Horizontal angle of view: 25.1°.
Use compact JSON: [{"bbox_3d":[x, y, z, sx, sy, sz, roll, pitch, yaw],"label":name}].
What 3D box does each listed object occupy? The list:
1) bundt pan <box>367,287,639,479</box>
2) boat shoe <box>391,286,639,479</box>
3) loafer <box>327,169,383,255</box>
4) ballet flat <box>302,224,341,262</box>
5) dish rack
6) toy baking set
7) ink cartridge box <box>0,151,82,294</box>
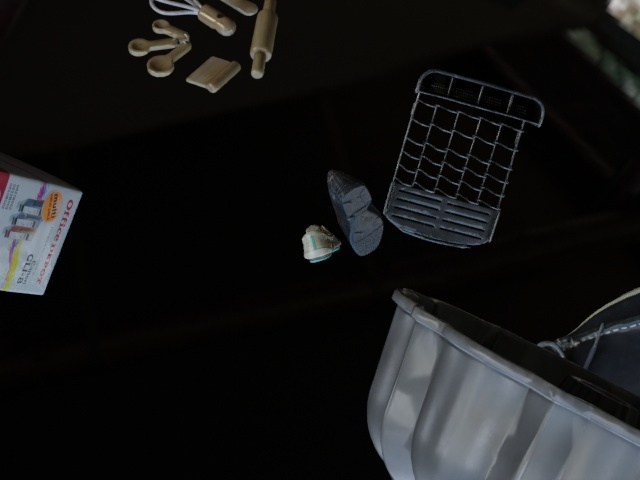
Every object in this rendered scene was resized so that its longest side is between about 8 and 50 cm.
[{"bbox_3d":[0.172,0.160,1.018,0.331,0.124,0.331,27,-176,-2],"label":"bundt pan"},{"bbox_3d":[0.289,0.185,1.609,0.187,0.500,0.156,64,-153,-5],"label":"boat shoe"},{"bbox_3d":[0.052,-0.044,2.178,0.061,0.062,0.170,48,163,38],"label":"loafer"},{"bbox_3d":[0.000,0.000,2.186,0.168,0.057,0.052,-63,-45,-88],"label":"ballet flat"},{"bbox_3d":[0.220,-0.124,2.299,0.208,0.271,0.074,15,-170,-7],"label":"dish rack"},{"bbox_3d":[-0.154,-0.298,1.969,0.196,0.030,0.256,8,-132,5],"label":"toy baking set"},{"bbox_3d":[-0.361,-0.028,1.502,0.127,0.128,0.176,24,-176,24],"label":"ink cartridge box"}]
